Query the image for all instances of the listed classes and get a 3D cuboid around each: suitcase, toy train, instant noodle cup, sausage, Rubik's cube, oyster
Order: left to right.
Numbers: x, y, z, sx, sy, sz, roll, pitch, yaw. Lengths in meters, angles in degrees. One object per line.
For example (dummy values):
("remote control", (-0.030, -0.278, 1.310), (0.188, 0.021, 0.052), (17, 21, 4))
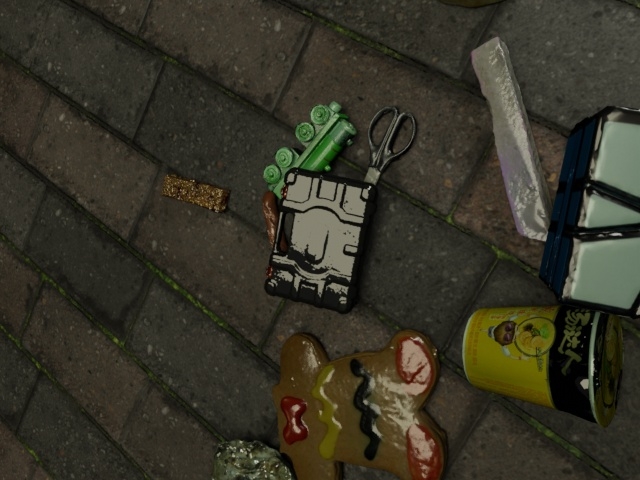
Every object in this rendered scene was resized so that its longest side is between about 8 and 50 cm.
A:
("oyster", (-0.140, 0.575, 1.391), (0.267, 0.112, 0.198), (25, 102, 23))
("sausage", (-0.107, -0.041, 1.412), (0.036, 0.042, 0.158), (151, 109, -65))
("toy train", (-0.022, -0.187, 1.342), (0.119, 0.085, 0.251), (48, 113, 14))
("suitcase", (0.000, 0.000, 1.296), (0.206, 0.066, 0.286), (13, 101, 11))
("instant noodle cup", (0.387, 0.200, 1.063), (0.236, 0.215, 0.216), (1, 91, 38))
("Rubik's cube", (0.510, -0.031, 0.910), (0.293, 0.283, 0.289), (13, 96, 11))

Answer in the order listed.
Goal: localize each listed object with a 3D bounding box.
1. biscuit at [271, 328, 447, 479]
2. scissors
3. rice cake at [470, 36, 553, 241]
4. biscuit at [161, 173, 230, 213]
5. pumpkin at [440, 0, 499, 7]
("biscuit", (0.069, 0.380, 1.296), (0.394, 0.076, 0.368), (-6, 86, 28))
("scissors", (0.113, -0.138, 1.299), (0.109, 0.022, 0.300), (29, 105, 29))
("rice cake", (0.363, -0.184, 1.139), (0.070, 0.064, 0.399), (-17, 82, 35))
("biscuit", (-0.315, -0.120, 1.523), (0.199, 0.034, 0.064), (16, 98, 27))
("pumpkin", (0.278, -0.621, 1.111), (0.332, 0.199, 0.332), (1, 93, 26))
